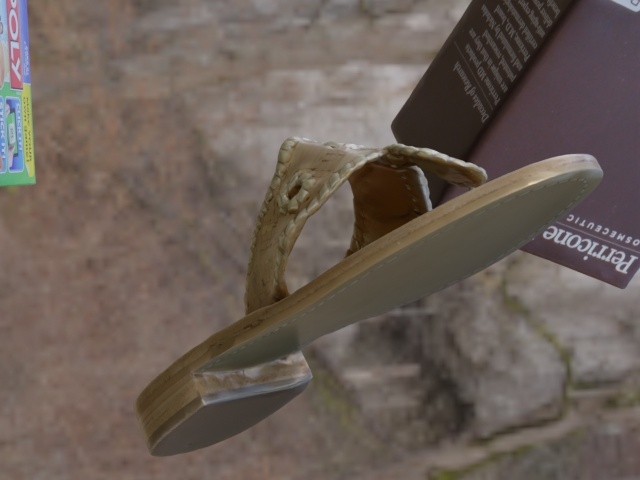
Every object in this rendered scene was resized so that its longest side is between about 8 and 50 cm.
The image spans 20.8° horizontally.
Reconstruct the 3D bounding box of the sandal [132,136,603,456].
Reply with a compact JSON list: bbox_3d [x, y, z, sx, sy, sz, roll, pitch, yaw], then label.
[{"bbox_3d":[-0.004,0.000,0.675,0.240,0.088,0.079,-38,-112,38],"label":"sandal"}]

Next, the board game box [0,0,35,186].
[{"bbox_3d":[-0.272,-0.197,1.320,0.213,0.046,0.317,-25,113,-83],"label":"board game box"}]

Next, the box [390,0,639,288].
[{"bbox_3d":[0.235,-0.167,1.272,0.381,0.191,0.143,-57,-151,27],"label":"box"}]
